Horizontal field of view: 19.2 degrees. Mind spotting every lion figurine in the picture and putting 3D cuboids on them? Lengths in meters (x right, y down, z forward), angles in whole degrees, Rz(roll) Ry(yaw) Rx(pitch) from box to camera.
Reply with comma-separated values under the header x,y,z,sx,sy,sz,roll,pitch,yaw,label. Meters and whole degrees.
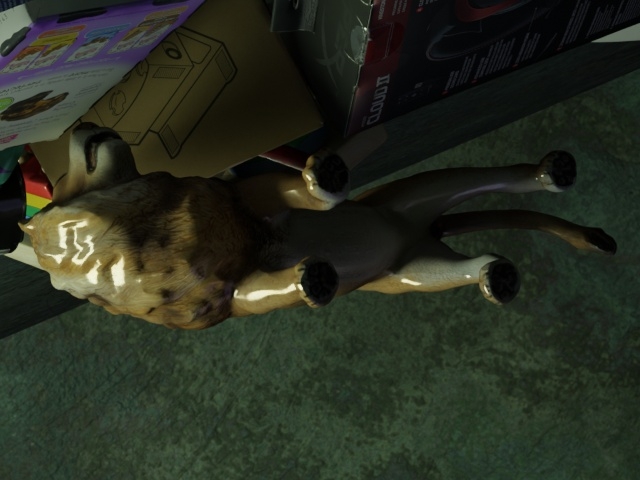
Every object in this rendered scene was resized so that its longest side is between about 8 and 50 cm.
x,y,z,sx,sy,sz,roll,pitch,yaw,label
0.000,0.000,1.364,0.392,0.142,0.240,8,169,-37,lion figurine

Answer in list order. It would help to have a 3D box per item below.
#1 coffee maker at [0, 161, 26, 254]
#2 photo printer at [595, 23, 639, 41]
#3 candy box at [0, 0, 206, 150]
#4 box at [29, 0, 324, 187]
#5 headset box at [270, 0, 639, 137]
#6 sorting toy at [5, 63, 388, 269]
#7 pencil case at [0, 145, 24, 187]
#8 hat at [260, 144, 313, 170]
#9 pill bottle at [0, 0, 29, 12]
x,y,z,sx,sy,sz,roll,pitch,yaw,label
-0.309,-0.032,1.388,0.178,0.120,0.171,-16,175,-20,coffee maker
0.295,-0.255,1.702,0.256,0.107,0.307,-3,172,-33,photo printer
-0.189,-0.126,1.210,0.196,0.070,0.165,-36,169,39,candy box
-0.121,-0.112,1.369,0.201,0.164,0.021,-24,-152,6,box
0.102,-0.204,1.272,0.293,0.110,0.218,-23,154,-18,headset box
-0.124,-0.073,1.580,0.255,0.089,0.257,-40,-147,-27,sorting toy
-0.281,-0.071,1.299,0.151,0.064,0.070,3,-167,-38,pencil case
-0.142,-0.074,1.444,0.208,0.184,0.173,-28,175,41,hat
-0.178,-0.158,1.033,0.120,0.067,0.067,-23,175,-10,pill bottle
